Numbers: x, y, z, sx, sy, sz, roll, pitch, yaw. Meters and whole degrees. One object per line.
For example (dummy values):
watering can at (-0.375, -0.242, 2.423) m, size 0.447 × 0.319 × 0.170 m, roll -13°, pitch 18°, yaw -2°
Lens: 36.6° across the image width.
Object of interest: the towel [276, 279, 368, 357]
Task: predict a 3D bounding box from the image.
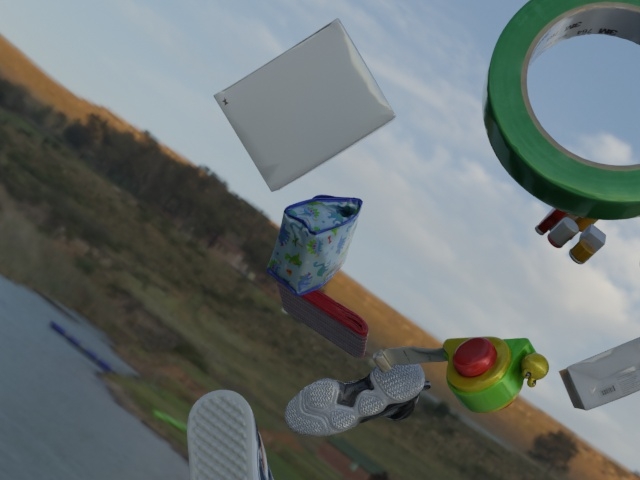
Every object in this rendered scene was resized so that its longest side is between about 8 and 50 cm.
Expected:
towel at (0.007, 0.146, 1.854) m, size 0.198 × 0.031 × 0.275 m, roll 34°, pitch -13°, yaw 10°

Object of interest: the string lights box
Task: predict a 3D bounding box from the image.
string lights box at (0.474, 0.222, 1.593) m, size 0.259 × 0.133 × 0.077 m, roll 41°, pitch 27°, yaw -76°

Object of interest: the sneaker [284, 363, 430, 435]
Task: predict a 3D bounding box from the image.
sneaker at (0.077, 0.301, 1.775) m, size 0.153 × 0.268 × 0.101 m, roll 46°, pitch 24°, yaw -63°

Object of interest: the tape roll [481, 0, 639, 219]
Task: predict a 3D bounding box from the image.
tape roll at (0.376, -0.188, 1.266) m, size 0.321 × 0.321 × 0.077 m, roll 35°, pitch -13°, yaw 11°

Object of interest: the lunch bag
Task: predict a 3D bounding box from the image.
lunch bag at (0.000, 0.000, 1.550) m, size 0.096 × 0.151 × 0.129 m, roll 40°, pitch -52°, yaw 30°

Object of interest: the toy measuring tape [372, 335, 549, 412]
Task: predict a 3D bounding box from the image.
toy measuring tape at (0.206, 0.216, 1.533) m, size 0.330 × 0.121 × 0.121 m, roll -9°, pitch -40°, yaw 39°

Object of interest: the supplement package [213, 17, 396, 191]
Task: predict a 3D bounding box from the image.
supplement package at (-0.024, -0.239, 1.755) m, size 0.204 × 0.261 × 0.145 m, roll 59°, pitch 5°, yaw -2°

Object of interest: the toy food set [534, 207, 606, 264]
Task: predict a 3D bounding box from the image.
toy food set at (0.510, -0.014, 1.987) m, size 0.111 × 0.104 × 0.232 m, roll 37°, pitch 35°, yaw -4°

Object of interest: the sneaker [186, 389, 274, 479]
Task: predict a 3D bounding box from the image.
sneaker at (-0.116, 0.360, 1.218) m, size 0.126 × 0.321 × 0.127 m, roll -2°, pitch -34°, yaw 7°
